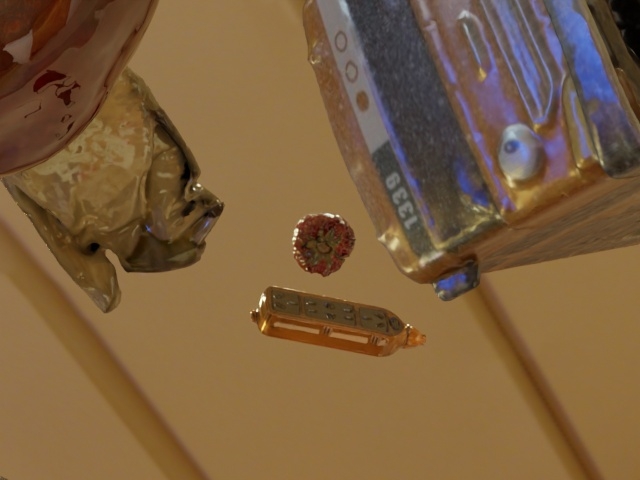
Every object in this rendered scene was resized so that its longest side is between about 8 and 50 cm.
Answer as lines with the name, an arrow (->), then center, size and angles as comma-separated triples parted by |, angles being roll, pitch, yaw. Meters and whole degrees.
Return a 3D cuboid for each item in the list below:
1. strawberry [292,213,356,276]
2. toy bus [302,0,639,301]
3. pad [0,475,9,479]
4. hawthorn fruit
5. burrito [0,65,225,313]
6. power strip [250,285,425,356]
strawberry -> 0.000, 0.000, 1.660 | 0.073, 0.083, 0.073 | -4, -74, -13
toy bus -> 0.083, -0.047, 0.391 | 0.182, 0.103, 0.091 | -8, -107, -47
pad -> -0.293, 0.216, 1.252 | 0.003, 0.143, 0.211 | -56, -35, -2
hawthorn fruit -> -0.166, -0.153, 0.766 | 0.248, 0.208, 0.208 | -33, -52, 30
burrito -> -0.248, -0.092, 1.518 | 0.190, 0.135, 0.332 | -38, -55, -4
power strip -> 0.021, 0.081, 1.440 | 0.178, 0.049, 0.028 | 12, -54, -15
